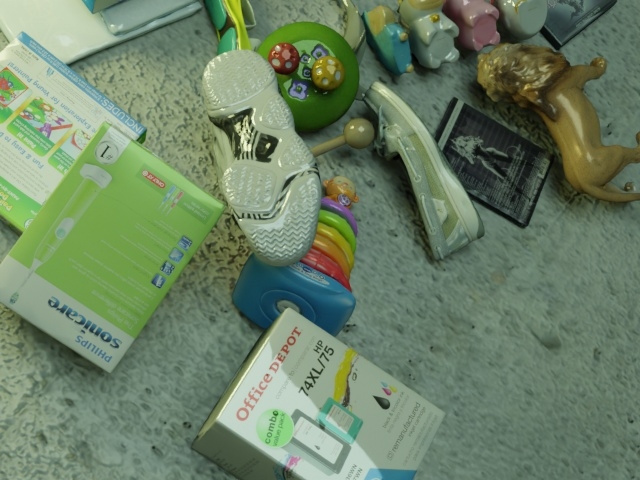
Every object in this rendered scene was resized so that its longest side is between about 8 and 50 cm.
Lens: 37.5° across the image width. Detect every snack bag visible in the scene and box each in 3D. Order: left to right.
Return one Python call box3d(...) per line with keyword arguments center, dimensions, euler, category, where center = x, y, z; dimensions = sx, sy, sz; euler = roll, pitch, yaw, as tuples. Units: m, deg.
box3d(center=(-0.420, -0.460, 1.579), dimensions=(0.342, 0.037, 0.323), euler=(-31, 82, -25), category="snack bag")

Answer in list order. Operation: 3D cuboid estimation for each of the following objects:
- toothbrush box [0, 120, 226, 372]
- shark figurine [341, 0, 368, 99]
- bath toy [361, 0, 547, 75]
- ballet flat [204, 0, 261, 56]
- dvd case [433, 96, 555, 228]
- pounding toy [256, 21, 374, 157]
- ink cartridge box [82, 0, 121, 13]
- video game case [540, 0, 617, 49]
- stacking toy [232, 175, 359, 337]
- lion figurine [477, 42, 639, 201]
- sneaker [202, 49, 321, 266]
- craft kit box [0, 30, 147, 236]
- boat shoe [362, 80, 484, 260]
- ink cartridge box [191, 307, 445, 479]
box3d(center=(-0.298, 0.008, 1.326), dimensions=(0.206, 0.122, 0.283), euler=(35, 84, -9), category="toothbrush box")
box3d(center=(0.049, -0.362, 1.651), dimensions=(0.166, 0.116, 0.278), euler=(17, 67, -13), category="shark figurine")
box3d(center=(0.253, -0.414, 1.735), dimensions=(0.348, 0.129, 0.151), euler=(-18, 120, -21), category="bath toy")
box3d(center=(-0.142, -0.354, 1.610), dimensions=(0.077, 0.077, 0.231), euler=(-1, 68, -33), category="ballet flat")
box3d(center=(0.303, -0.141, 1.697), dimensions=(0.221, 0.018, 0.165), euler=(29, 65, -6), category="dvd case")
box3d(center=(-0.016, -0.251, 1.533), dimensions=(0.182, 0.110, 0.237), euler=(-17, 88, -2), category="pounding toy")
box3d(center=(-0.366, -0.497, 1.543), dimensions=(0.148, 0.086, 0.203), euler=(-35, 85, -26), category="ink cartridge box")
box3d(center=(0.446, -0.533, 1.892), dimensions=(0.196, 0.026, 0.274), euler=(-39, 84, -26), category="video game case")
box3d(center=(0.000, 0.000, 1.490), dimensions=(0.175, 0.166, 0.302), euler=(27, 49, -2), category="stacking toy")
box3d(center=(0.454, -0.202, 1.690), dimensions=(0.240, 0.142, 0.392), euler=(-16, 66, -38), category="lion figurine")
box3d(center=(-0.083, -0.093, 1.422), dimensions=(0.137, 0.210, 0.366), euler=(-15, 61, -6), category="sneaker")
box3d(center=(-0.438, -0.151, 1.430), dimensions=(0.250, 0.061, 0.247), euler=(39, 67, 0), category="craft kit box")
box3d(center=(0.157, -0.123, 1.592), dimensions=(0.103, 0.118, 0.320), euler=(-32, 89, 2), category="boat shoe")
box3d(center=(-0.009, 0.268, 1.337), dimensions=(0.270, 0.197, 0.198), euler=(34, 63, -2), category="ink cartridge box")
